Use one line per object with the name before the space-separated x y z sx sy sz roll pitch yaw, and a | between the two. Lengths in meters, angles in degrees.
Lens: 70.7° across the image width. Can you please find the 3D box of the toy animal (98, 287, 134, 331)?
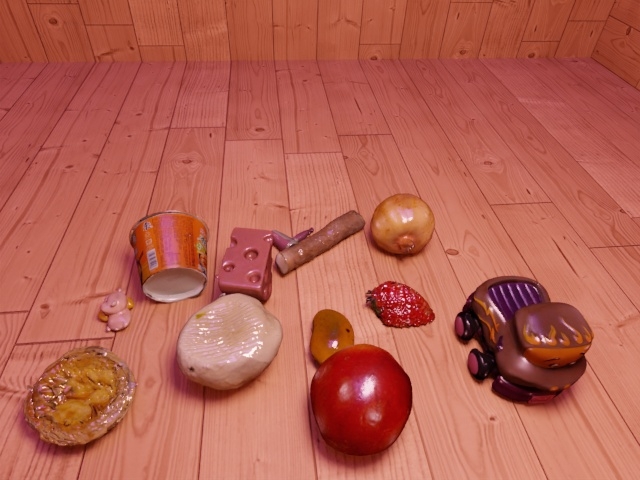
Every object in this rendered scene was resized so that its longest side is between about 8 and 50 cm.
toy animal | -0.563 0.186 1.223 0.092 0.082 0.114 -8 44 -9

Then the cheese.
cheese | -0.204 0.097 1.268 0.128 0.177 0.202 4 49 2

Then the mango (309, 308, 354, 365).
mango | 0.032 0.252 1.182 0.115 0.090 0.178 -2 34 6

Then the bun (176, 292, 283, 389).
bun | -0.212 0.255 1.112 0.260 0.159 0.259 -6 40 5

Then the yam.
yam | 0.000 0.000 1.454 0.357 0.081 0.081 -30 52 -33

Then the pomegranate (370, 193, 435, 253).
pomegranate | 0.264 -0.051 1.450 0.207 0.207 0.207 1 43 -1

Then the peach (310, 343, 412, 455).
peach | 0.083 0.346 0.999 0.244 0.199 0.243 -6 42 6

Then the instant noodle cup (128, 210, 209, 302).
instant noodle cup | -0.420 0.055 1.287 0.230 0.230 0.182 -10 54 -14

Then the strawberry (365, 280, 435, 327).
strawberry | 0.223 0.175 1.277 0.140 0.085 0.192 -29 53 -33

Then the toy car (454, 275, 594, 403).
toy car | 0.512 0.216 1.130 0.272 0.240 0.340 -3 46 -9

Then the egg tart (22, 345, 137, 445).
egg tart | -0.537 0.358 1.034 0.253 0.098 0.231 0 49 3

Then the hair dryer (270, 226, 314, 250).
hair dryer | -0.083 -0.011 1.498 0.154 0.054 0.106 -19 42 -36
